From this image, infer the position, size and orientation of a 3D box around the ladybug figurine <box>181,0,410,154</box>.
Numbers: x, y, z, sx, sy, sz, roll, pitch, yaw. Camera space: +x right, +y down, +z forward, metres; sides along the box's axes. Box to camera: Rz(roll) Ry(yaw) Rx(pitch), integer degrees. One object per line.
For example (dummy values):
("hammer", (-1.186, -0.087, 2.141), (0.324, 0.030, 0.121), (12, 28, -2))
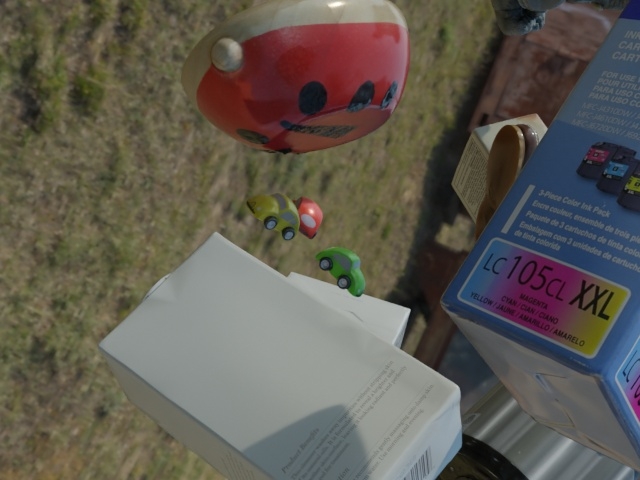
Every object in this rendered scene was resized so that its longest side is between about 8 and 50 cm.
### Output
("ladybug figurine", (-0.016, -0.228, 1.322), (0.305, 0.162, 0.449), (-28, 172, 30))

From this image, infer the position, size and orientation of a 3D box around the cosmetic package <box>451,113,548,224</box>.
("cosmetic package", (0.342, -0.036, 1.434), (0.129, 0.296, 0.153), (-16, 151, -19))

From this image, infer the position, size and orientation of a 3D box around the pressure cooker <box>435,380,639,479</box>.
("pressure cooker", (0.500, 0.465, 2.021), (0.420, 0.370, 0.375), (-37, 129, -27))

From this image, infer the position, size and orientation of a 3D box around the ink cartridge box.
("ink cartridge box", (0.297, -0.030, 0.777), (0.395, 0.151, 0.270), (-57, 142, -12))

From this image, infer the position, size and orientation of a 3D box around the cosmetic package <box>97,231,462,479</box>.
("cosmetic package", (-0.050, 0.182, 1.087), (0.217, 0.385, 0.156), (-44, 148, -24))

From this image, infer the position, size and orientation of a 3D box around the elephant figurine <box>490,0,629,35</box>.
("elephant figurine", (0.377, -0.419, 1.425), (0.186, 0.239, 0.169), (-12, 96, -29))

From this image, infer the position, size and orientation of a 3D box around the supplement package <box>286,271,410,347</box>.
("supplement package", (0.020, 0.196, 1.816), (0.204, 0.262, 0.145), (-48, 152, -66))

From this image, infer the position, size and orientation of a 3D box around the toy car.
("toy car", (0.000, 0.000, 1.511), (0.053, 0.225, 0.239), (-48, 166, 12))

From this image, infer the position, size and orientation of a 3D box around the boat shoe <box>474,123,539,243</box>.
("boat shoe", (0.258, -0.068, 1.211), (0.207, 0.073, 0.073), (96, -20, -43))
